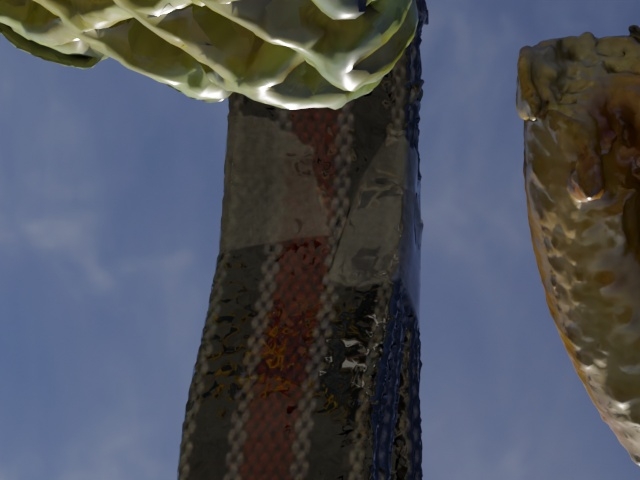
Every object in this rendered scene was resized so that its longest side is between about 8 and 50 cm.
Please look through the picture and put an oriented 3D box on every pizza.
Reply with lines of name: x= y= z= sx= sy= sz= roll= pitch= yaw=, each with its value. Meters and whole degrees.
pizza: x=0.146 y=0.044 z=0.493 sx=0.134 sy=0.271 sz=0.056 roll=-7 pitch=-141 yaw=38

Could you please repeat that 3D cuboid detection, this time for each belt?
belt: x=0.000 y=0.000 z=0.755 sx=0.094 sy=0.126 sz=0.359 roll=0 pitch=-116 yaw=6

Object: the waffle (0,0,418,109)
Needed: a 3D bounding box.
waffle: x=-0.067 y=-0.078 z=0.349 sx=0.183 sy=0.169 sz=0.036 roll=18 pitch=-106 yaw=11
